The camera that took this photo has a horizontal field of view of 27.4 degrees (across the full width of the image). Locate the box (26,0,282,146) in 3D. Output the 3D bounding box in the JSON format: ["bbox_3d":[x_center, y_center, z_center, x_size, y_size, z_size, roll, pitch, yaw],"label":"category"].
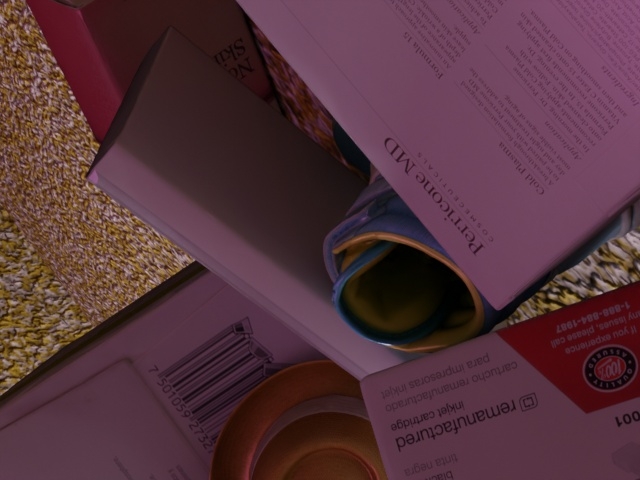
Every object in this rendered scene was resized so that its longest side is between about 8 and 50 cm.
[{"bbox_3d":[-0.150,-0.167,1.227,0.127,0.149,0.232,29,150,47],"label":"box"}]

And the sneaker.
[{"bbox_3d":[0.054,-0.031,0.909,0.319,0.208,0.127,19,143,58],"label":"sneaker"}]

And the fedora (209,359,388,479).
[{"bbox_3d":[0.003,0.186,0.960,0.194,0.194,0.079,55,-166,-5],"label":"fedora"}]

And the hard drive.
[{"bbox_3d":[0.000,0.000,0.977,0.353,0.047,0.233,38,-157,-16],"label":"hard drive"}]

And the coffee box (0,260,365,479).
[{"bbox_3d":[-0.065,0.190,1.185,0.337,0.338,0.334,55,-167,-4],"label":"coffee box"}]

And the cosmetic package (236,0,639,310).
[{"bbox_3d":[0.066,-0.187,0.673,0.377,0.097,0.284,51,139,8],"label":"cosmetic package"}]

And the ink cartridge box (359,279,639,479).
[{"bbox_3d":[0.165,0.182,0.778,0.114,0.197,0.272,11,-120,-65],"label":"ink cartridge box"}]
